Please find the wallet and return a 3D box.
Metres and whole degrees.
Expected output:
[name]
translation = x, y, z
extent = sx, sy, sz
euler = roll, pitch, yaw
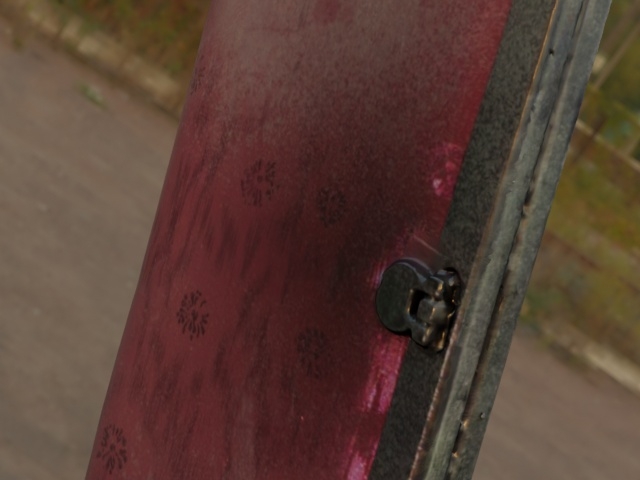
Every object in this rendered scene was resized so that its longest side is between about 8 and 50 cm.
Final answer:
[wallet]
translation = 0.000, 0.000, 0.382
extent = 0.025, 0.232, 0.119
euler = 8, 12, -38
